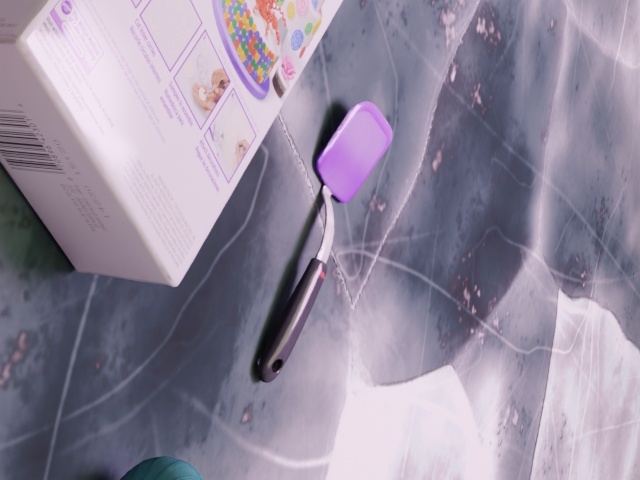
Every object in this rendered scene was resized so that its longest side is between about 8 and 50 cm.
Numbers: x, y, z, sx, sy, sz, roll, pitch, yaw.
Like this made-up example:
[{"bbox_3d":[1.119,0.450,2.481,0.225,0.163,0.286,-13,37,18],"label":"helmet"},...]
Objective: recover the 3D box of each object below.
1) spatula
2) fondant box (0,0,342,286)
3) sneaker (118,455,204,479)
[{"bbox_3d":[0.000,0.000,1.252,0.084,0.030,0.296,51,53,-51],"label":"spatula"},{"bbox_3d":[-0.114,-0.168,0.952,0.330,0.096,0.238,-62,144,-32],"label":"fondant box"},{"bbox_3d":[-0.173,0.267,0.923,0.302,0.108,0.121,-61,148,-31],"label":"sneaker"}]
